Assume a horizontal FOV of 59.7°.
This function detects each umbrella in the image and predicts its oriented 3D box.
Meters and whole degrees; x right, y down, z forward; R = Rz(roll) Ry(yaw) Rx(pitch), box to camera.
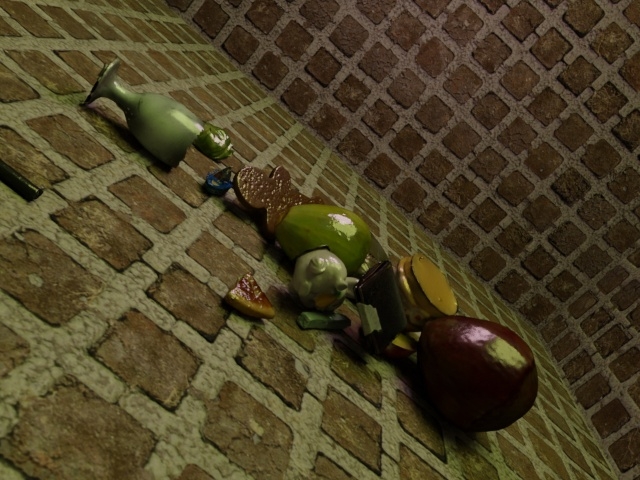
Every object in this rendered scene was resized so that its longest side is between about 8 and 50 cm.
[{"bbox_3d":[-0.630,-0.130,1.141,0.133,0.031,0.036,40,-8,-9],"label":"umbrella"}]

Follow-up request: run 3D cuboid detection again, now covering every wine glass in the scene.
[{"bbox_3d":[-0.522,-0.379,1.695,0.357,0.190,0.190,34,20,-18],"label":"wine glass"}]

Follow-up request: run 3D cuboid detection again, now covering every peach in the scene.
[{"bbox_3d":[0.227,0.331,1.857,0.279,0.068,0.189,27,16,-37],"label":"peach"}]

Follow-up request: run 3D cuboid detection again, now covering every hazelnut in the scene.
[{"bbox_3d":[0.484,0.413,1.777,0.421,0.352,0.421,27,10,-5],"label":"hazelnut"}]

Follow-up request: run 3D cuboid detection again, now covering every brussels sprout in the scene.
[{"bbox_3d":[-0.410,-0.375,2.081,0.181,0.100,0.139,49,35,-16],"label":"brussels sprout"}]

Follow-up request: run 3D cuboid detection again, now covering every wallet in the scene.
[{"bbox_3d":[0.183,0.197,1.684,0.262,0.071,0.220,-30,110,-59],"label":"wallet"}]

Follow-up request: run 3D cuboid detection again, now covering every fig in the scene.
[{"bbox_3d":[0.000,0.000,1.835,0.326,0.258,0.258,23,23,-18],"label":"fig"}]

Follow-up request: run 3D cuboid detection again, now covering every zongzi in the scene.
[{"bbox_3d":[0.191,0.120,2.123,0.393,0.174,0.356,41,22,-34],"label":"zongzi"}]

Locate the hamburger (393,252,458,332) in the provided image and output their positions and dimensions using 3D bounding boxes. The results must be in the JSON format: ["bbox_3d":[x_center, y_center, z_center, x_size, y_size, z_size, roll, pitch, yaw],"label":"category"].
[{"bbox_3d":[0.319,0.200,1.972,0.276,0.237,0.276,35,36,-31],"label":"hamburger"}]

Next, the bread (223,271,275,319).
[{"bbox_3d":[-0.172,0.156,1.422,0.136,0.054,0.154,40,24,-6],"label":"bread"}]

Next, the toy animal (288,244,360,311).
[{"bbox_3d":[0.018,0.125,1.653,0.325,0.209,0.154,20,51,-57],"label":"toy animal"}]

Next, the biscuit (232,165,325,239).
[{"bbox_3d":[-0.143,-0.119,1.943,0.432,0.064,0.283,28,57,-40],"label":"biscuit"}]

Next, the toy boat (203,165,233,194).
[{"bbox_3d":[-0.327,-0.208,1.835,0.091,0.110,0.175,43,19,0],"label":"toy boat"}]

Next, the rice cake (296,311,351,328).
[{"bbox_3d":[0.014,0.238,1.650,0.045,0.042,0.245,39,14,32],"label":"rice cake"}]
